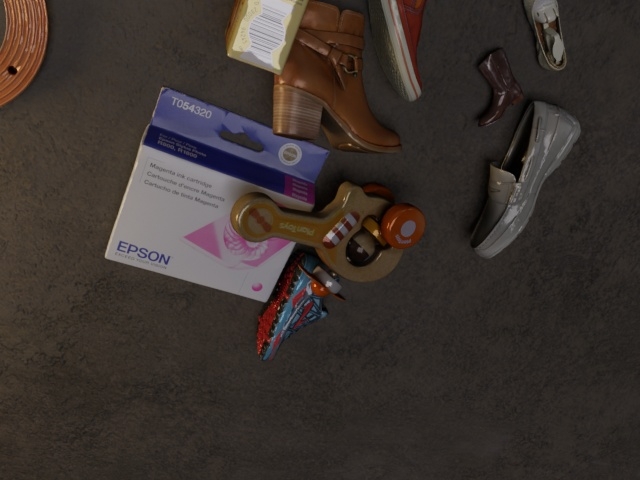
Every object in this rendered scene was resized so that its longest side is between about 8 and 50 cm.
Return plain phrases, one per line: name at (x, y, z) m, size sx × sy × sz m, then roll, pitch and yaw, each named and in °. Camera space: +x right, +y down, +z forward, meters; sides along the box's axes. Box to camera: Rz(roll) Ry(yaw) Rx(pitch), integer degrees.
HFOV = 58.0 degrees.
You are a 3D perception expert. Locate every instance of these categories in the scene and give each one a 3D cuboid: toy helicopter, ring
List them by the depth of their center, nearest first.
ring at (-0.580, -0.350, 0.854) m, size 0.337 × 0.032 × 0.336 m, roll -5°, pitch 119°, yaw -8°
toy helicopter at (0.000, 0.000, 1.039) m, size 0.355 × 0.140 × 0.235 m, roll 12°, pitch 109°, yaw -31°

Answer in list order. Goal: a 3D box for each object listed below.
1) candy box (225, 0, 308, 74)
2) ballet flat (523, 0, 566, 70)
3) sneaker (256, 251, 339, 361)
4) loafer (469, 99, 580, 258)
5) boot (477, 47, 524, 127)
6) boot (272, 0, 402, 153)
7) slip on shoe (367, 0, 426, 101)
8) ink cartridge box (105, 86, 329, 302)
candy box at (-0.048, -0.417, 0.823) m, size 0.088 × 0.183 × 0.316 m, roll 16°, pitch 115°, yaw -20°
ballet flat at (0.398, -0.374, 1.003) m, size 0.057 × 0.052 × 0.168 m, roll -27°, pitch 120°, yaw 5°
sneaker at (-0.044, 0.155, 1.193) m, size 0.125 × 0.104 × 0.262 m, roll 19°, pitch 114°, yaw -22°
loafer at (0.369, -0.115, 1.118) m, size 0.111 × 0.112 × 0.319 m, roll 21°, pitch 106°, yaw -15°
boot at (0.308, -0.278, 1.050) m, size 0.106 × 0.037 × 0.114 m, roll -41°, pitch 122°, yaw -2°
boot at (0.045, -0.266, 0.982) m, size 0.283 × 0.109 × 0.220 m, roll 7°, pitch 94°, yaw -33°
slip on shoe at (0.131, -0.384, 0.918) m, size 0.101 × 0.123 × 0.331 m, roll -16°, pitch 116°, yaw -6°
ink cartridge box at (-0.188, -0.066, 1.064) m, size 0.324 × 0.071 × 0.330 m, roll 18°, pitch 116°, yaw -19°
